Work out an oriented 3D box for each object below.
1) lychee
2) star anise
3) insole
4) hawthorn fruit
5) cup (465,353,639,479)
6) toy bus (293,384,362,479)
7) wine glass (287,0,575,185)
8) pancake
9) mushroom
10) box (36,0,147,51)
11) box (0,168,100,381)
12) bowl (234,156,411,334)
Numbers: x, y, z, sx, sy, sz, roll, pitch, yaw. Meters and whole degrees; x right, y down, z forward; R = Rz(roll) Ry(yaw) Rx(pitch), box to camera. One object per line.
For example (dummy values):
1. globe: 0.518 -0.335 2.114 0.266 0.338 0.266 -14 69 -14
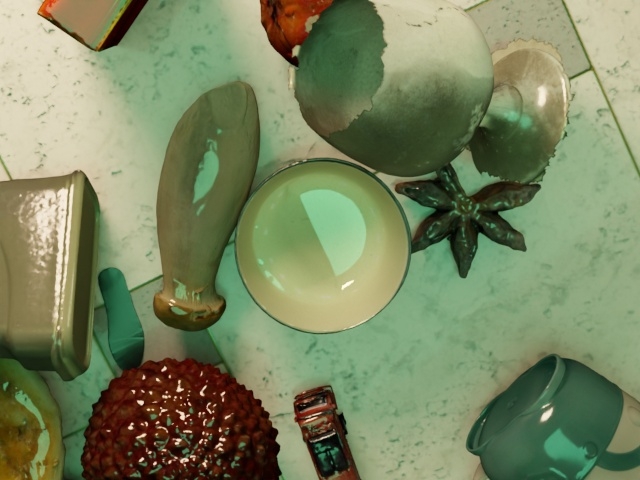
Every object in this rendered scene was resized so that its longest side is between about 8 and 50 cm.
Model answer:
1. lychee: -0.191 0.285 1.651 0.264 0.300 0.264 9 74 -36
2. star anise: 0.199 -0.033 1.702 0.208 0.063 0.172 24 98 -6
3. insole: -0.284 0.112 1.735 0.053 0.002 0.153 -14 99 0
4. hawthorn fruit: 0.007 -0.312 1.613 0.179 0.173 0.173 -41 99 -25
5. cup: 0.343 0.318 1.701 0.257 0.219 0.290 38 127 -7
6. toy bus: 0.024 0.327 1.735 0.073 0.096 0.235 -20 100 -2
7. wine glass: 0.138 -0.187 1.524 0.323 0.238 0.238 13 100 -38
8. pancake: -0.528 0.278 1.673 0.387 0.082 0.387 -1 86 11
9. mushroom: -0.158 -0.047 1.658 0.128 0.128 0.350 9 101 -4
10. box: -0.245 -0.339 1.510 0.089 0.313 0.197 35 95 -11
11. box: -0.395 0.047 1.618 0.178 0.138 0.274 0 66 2
12. bowl: 0.000 0.000 1.667 0.237 0.126 0.238 0 99 -3
